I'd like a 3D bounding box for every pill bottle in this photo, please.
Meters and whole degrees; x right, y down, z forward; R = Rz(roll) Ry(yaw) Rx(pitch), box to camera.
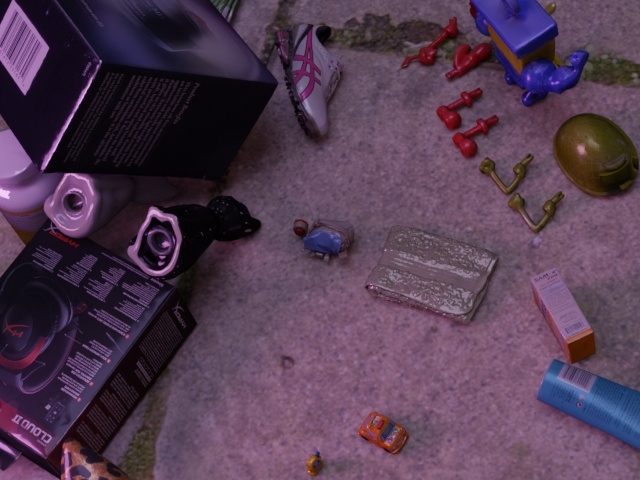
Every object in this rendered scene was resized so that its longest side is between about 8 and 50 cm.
[{"bbox_3d":[-0.373,-0.065,1.945,0.103,0.184,0.103,-5,60,9],"label":"pill bottle"}]

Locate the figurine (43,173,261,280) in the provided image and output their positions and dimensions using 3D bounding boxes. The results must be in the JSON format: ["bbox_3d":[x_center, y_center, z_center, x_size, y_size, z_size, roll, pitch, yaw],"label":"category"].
[{"bbox_3d":[-0.209,-0.040,1.907,0.215,0.209,0.092,24,111,22],"label":"figurine"}]

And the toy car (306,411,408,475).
[{"bbox_3d":[0.043,0.246,1.761,0.122,0.040,0.060,-38,60,-11],"label":"toy car"}]

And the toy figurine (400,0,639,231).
[{"bbox_3d":[0.241,-0.220,1.881,0.191,0.217,0.362,-28,58,-4],"label":"toy figurine"}]

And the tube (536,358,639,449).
[{"bbox_3d":[0.354,0.200,1.719,0.207,0.052,0.080,24,73,18],"label":"tube"}]

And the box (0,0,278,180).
[{"bbox_3d":[-0.265,-0.238,1.896,0.296,0.294,0.182,51,122,30],"label":"box"}]

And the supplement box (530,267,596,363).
[{"bbox_3d":[0.290,0.090,1.784,0.036,0.062,0.098,-25,58,-1],"label":"supplement box"}]

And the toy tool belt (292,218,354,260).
[{"bbox_3d":[0.000,0.000,1.905,0.083,0.052,0.051,6,54,16],"label":"toy tool belt"}]

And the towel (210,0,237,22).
[{"bbox_3d":[-0.249,-0.298,2.139,0.248,0.038,0.324,10,65,19],"label":"towel"}]

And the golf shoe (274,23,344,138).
[{"bbox_3d":[-0.007,-0.222,2.023,0.086,0.067,0.186,-14,59,2],"label":"golf shoe"}]

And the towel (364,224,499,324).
[{"bbox_3d":[0.139,0.039,1.866,0.148,0.027,0.110,17,65,20],"label":"towel"}]

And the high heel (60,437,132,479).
[{"bbox_3d":[-0.240,0.329,1.652,0.093,0.186,0.261,-30,77,2],"label":"high heel"}]

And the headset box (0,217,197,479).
[{"bbox_3d":[-0.332,0.148,1.858,0.218,0.110,0.293,26,69,25],"label":"headset box"}]
